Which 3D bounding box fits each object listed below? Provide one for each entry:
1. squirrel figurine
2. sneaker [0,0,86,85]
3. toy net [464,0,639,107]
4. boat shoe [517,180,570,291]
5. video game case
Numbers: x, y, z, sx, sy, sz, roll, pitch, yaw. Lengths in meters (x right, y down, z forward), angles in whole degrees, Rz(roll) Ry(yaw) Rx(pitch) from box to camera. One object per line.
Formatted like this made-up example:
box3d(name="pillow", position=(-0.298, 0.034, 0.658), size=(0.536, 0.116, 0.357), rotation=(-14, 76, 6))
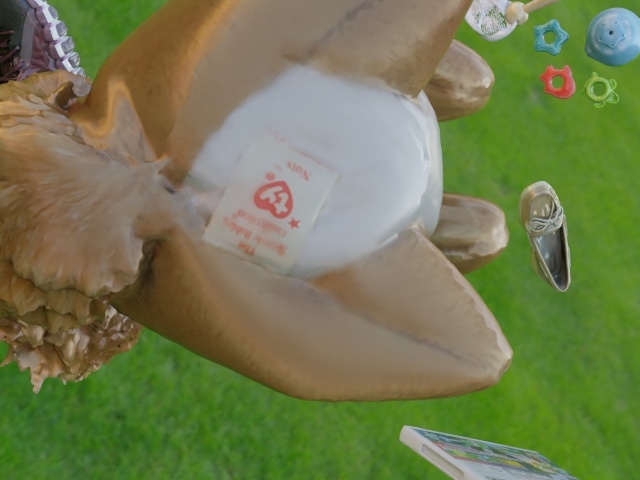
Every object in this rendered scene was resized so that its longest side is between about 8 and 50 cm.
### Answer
box3d(name="squirrel figurine", position=(-0.073, -0.050, 0.947), size=(0.370, 0.397, 0.281), rotation=(-116, -166, -79))
box3d(name="sneaker", position=(-0.370, -0.184, 1.664), size=(0.162, 0.106, 0.281), rotation=(-44, 118, -30))
box3d(name="toy net", position=(0.258, -0.239, 1.625), size=(0.232, 0.122, 0.045), rotation=(22, 8, 19))
box3d(name="boat shoe", position=(0.278, -0.005, 1.681), size=(0.048, 0.056, 0.153), rotation=(-125, -162, -50))
box3d(name="video game case", position=(0.214, 0.262, 1.536), size=(0.201, 0.023, 0.183), rotation=(15, 6, -29))
